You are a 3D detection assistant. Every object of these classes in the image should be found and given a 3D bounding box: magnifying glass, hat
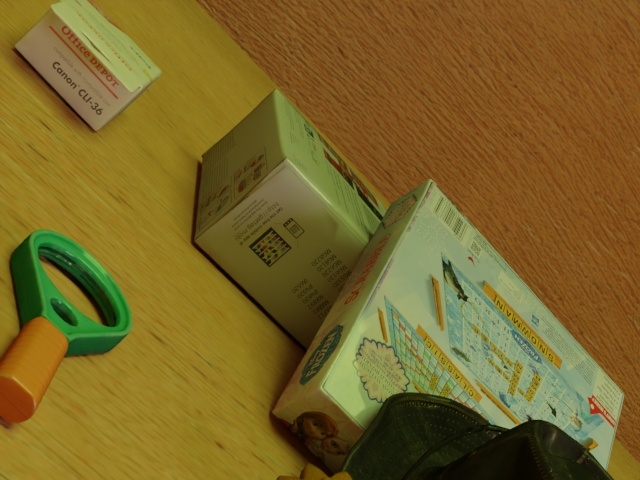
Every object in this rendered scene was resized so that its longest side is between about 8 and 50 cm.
[{"bbox_3d":[-0.160,0.049,0.670,0.092,0.026,0.231,46,11,-12],"label":"magnifying glass"},{"bbox_3d":[0.162,0.229,0.812,0.331,0.134,0.331,35,34,-28],"label":"hat"}]

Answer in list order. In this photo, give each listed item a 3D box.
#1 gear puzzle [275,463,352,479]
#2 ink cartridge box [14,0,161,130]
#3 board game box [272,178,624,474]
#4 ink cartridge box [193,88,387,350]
[{"bbox_3d":[0.075,0.254,0.623,0.176,0.044,0.339,-1,42,-36],"label":"gear puzzle"},{"bbox_3d":[-0.232,-0.179,1.112,0.115,0.067,0.198,46,8,-10],"label":"ink cartridge box"},{"bbox_3d":[0.139,0.150,1.030,0.318,0.066,0.318,47,40,-12],"label":"board game box"},{"bbox_3d":[0.000,0.000,1.240,0.272,0.130,0.309,46,11,-17],"label":"ink cartridge box"}]
